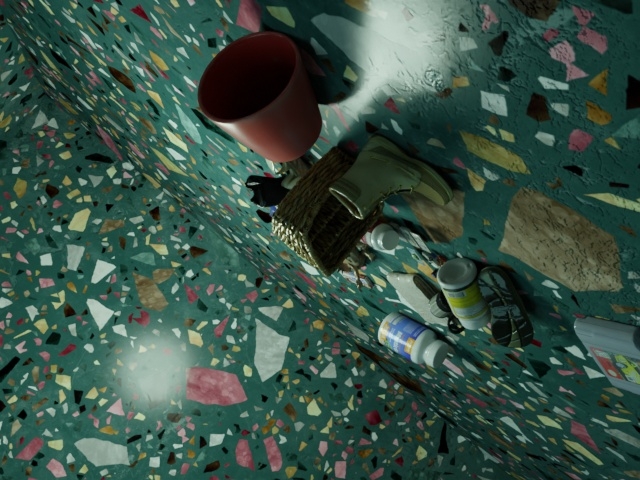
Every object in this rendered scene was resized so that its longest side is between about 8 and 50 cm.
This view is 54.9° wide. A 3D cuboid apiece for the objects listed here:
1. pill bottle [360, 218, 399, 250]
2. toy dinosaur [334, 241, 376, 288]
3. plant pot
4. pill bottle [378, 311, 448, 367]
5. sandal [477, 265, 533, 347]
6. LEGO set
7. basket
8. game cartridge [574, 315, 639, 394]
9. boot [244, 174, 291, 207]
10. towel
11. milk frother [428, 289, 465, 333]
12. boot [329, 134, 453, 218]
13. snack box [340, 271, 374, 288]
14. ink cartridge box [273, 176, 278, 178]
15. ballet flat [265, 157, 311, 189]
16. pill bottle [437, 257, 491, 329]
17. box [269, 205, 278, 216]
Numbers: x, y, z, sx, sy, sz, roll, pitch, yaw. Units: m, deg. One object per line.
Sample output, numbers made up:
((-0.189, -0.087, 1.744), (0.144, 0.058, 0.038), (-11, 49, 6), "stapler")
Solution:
((0.181, -0.018, 1.947), (0.086, 0.086, 0.152), (49, 169, -29), "pill bottle")
((0.093, 0.044, 2.280), (0.200, 0.127, 0.296), (30, 156, 50), "toy dinosaur")
((-0.128, -0.339, 1.548), (0.275, 0.275, 0.243), (27, 168, 34), "plant pot")
((0.386, 0.418, 2.555), (0.272, 0.152, 0.152), (25, 158, 38), "pill bottle")
((0.542, 0.190, 1.776), (0.120, 0.086, 0.303), (-6, 119, 32), "sandal")
((0.333, 0.036, 1.912), (0.244, 0.060, 0.182), (50, 171, -25), "LEGO set")
((0.035, -0.088, 1.743), (0.223, 0.299, 0.213), (39, 162, 9), "basket")
((0.805, 0.314, 1.594), (0.294, 0.060, 0.196), (47, 157, -25), "game cartridge")
((-0.120, -0.120, 2.032), (0.246, 0.207, 0.094), (56, 130, 22), "boot")
((0.373, 0.218, 2.251), (0.282, 0.049, 0.187), (45, 161, -19), "towel")
((0.422, 0.239, 2.038), (0.129, 0.143, 0.135), (30, 160, 5), "milk frother")
((0.175, -0.120, 1.525), (0.262, 0.203, 0.095), (37, 164, 12), "boot")
((0.155, 0.164, 2.609), (0.064, 0.022, 0.178), (50, 161, -27), "snack box")
((-0.058, -0.141, 2.264), (0.189, 0.066, 0.232), (26, 180, 36), "ink cartridge box")
((-0.102, -0.233, 1.986), (0.107, 0.106, 0.316), (17, 153, 51), "ballet flat")
((0.432, 0.162, 1.827), (0.119, 0.119, 0.208), (19, 148, 48), "pill bottle")
((-0.148, -0.098, 2.551), (0.136, 0.036, 0.225), (38, 164, 5), "box")
